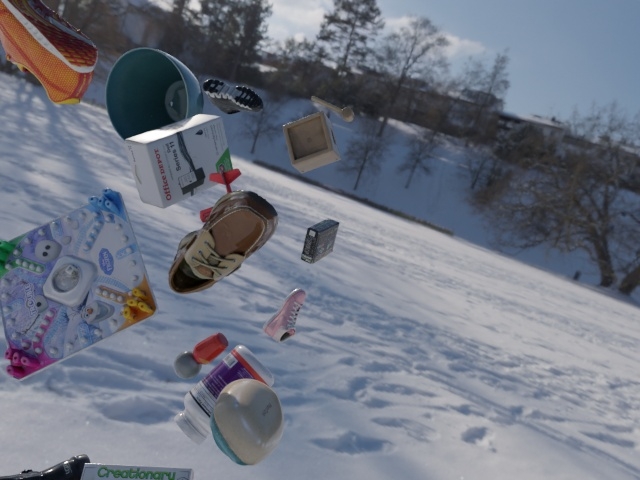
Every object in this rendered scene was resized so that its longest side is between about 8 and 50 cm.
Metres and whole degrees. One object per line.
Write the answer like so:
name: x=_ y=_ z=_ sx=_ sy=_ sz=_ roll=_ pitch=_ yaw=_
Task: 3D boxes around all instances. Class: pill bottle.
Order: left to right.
pill bottle: x=-0.322 y=0.516 z=1.823 sx=0.181 sy=0.323 sz=0.181 roll=43 pitch=-14 yaw=14

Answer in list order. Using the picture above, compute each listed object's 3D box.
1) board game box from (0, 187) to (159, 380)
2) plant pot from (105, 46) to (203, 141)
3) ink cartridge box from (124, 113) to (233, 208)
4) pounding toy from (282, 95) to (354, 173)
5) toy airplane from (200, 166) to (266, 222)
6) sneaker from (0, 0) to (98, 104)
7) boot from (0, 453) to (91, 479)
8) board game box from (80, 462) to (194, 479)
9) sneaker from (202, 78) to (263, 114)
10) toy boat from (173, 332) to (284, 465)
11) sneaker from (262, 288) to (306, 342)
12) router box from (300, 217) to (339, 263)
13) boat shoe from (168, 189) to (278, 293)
board game box: x=-0.649 y=0.097 z=1.396 sx=0.050 sy=0.390 sz=0.389 roll=67 pitch=-3 yaw=-67
plant pot: x=-0.469 y=-0.421 z=1.662 sx=0.290 sy=0.290 sz=0.195 roll=21 pitch=18 yaw=16
ink cartridge box: x=-0.310 y=-0.180 z=1.227 sx=0.087 sy=0.153 sz=0.208 roll=16 pitch=36 yaw=39
pounding toy: x=0.007 y=-0.317 z=1.576 sx=0.206 sy=0.181 sz=0.094 roll=-18 pitch=-15 yaw=14
toy airplane: x=-0.187 y=-0.086 z=1.136 sx=0.151 sy=0.151 sz=0.028 roll=18 pitch=27 yaw=-6
sneaker: x=-0.267 y=-0.190 z=0.482 sx=0.175 sy=0.067 sz=0.064 roll=51 pitch=33 yaw=13
boot: x=-0.924 y=0.781 z=1.544 sx=0.445 sy=0.367 sz=0.146 roll=1 pitch=35 yaw=-47
board game box: x=-0.520 y=0.728 z=1.515 sx=0.306 sy=0.192 sz=0.053 roll=3 pitch=-36 yaw=-2
sneaker: x=-0.293 y=-0.478 z=1.890 sx=0.234 sy=0.078 sz=0.106 roll=22 pitch=-27 yaw=17
toy boat: x=-0.220 y=0.382 z=1.316 sx=0.318 sy=0.148 sz=0.267 roll=55 pitch=11 yaw=7
sneaker: x=-0.068 y=0.179 z=1.270 sx=0.070 sy=0.134 sz=0.051 roll=37 pitch=-6 yaw=39
router box: x=0.000 y=0.000 z=1.445 sx=0.038 sy=0.092 sz=0.122 roll=22 pitch=23 yaw=22
boat shoe: x=-0.193 y=0.023 z=1.034 sx=0.123 sy=0.119 sz=0.324 roll=35 pitch=-40 yaw=-16
